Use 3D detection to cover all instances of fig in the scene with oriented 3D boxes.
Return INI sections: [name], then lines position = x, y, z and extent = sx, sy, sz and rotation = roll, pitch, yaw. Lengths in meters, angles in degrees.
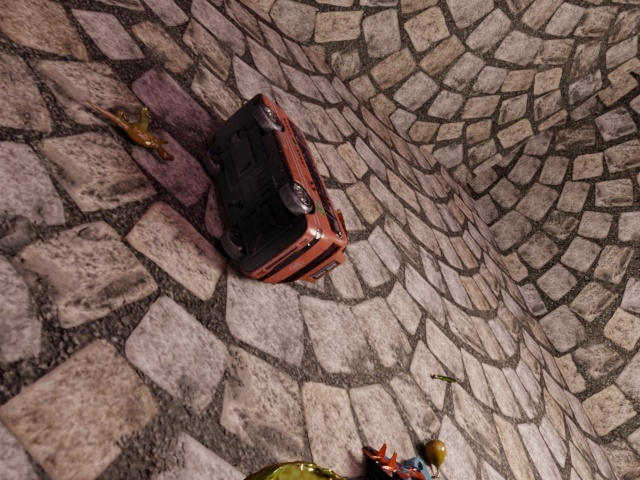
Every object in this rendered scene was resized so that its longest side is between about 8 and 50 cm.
[fig]
position = 0.268, 0.508, 1.207
extent = 0.050, 0.050, 0.083
rotation = 23, 59, -46

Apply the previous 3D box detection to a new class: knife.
[knife]
position = 0.251, 0.584, 1.111
extent = 0.058, 0.032, 0.244
rotation = -9, 70, -63

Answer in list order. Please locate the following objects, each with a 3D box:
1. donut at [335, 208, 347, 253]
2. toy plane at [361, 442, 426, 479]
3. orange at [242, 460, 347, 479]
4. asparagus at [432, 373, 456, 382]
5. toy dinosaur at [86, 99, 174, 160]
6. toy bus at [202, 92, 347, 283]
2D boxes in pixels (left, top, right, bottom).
[donut]
position = 0.006, 0.001, 1.303
extent = 0.144, 0.126, 0.187
rotation = 61, 27, -1
[toy plane]
position = 0.159, 0.467, 1.042
extent = 0.130, 0.061, 0.189
rotation = 24, -19, 51
[orange]
position = -0.045, 0.445, 0.604
extent = 0.263, 0.196, 0.334
rotation = 30, 28, -13
[asparagus]
position = 0.359, 0.401, 1.507
extent = 0.127, 0.015, 0.018
rotation = 24, 37, -44
[toy dinosaur]
position = -0.373, -0.214, 1.031
extent = 0.162, 0.039, 0.126
rotation = -8, 67, -59
[toy bus]
position = -0.102, -0.107, 1.166
extent = 0.233, 0.203, 0.426
rotation = 28, 33, -49
